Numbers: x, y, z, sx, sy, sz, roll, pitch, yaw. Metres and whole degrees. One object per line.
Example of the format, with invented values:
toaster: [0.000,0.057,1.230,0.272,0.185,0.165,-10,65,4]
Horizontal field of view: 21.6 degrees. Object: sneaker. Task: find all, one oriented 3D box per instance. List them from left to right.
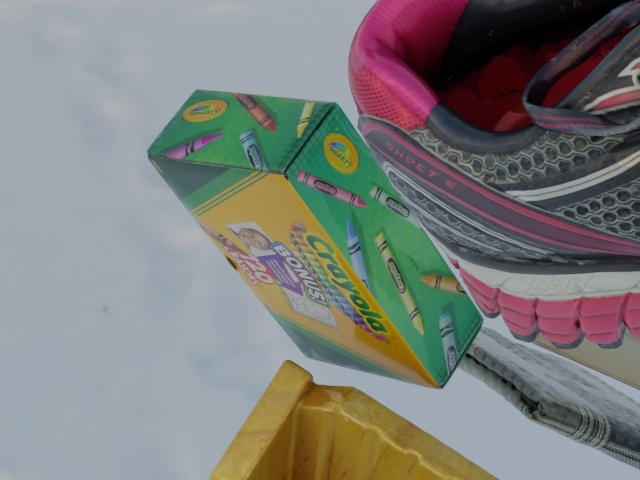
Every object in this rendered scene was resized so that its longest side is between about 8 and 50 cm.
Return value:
sneaker: [0.141,-0.035,0.457,0.299,0.112,0.121,-9,49,35]

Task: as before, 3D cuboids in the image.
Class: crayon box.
crayon box: [0.000,0.000,1.397,0.165,0.278,0.081,10,56,44]

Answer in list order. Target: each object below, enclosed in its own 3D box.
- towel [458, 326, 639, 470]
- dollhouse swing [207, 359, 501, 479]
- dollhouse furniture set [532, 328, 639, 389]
towel: [0.243,0.164,1.696,0.312,0.056,0.324,23,6,-30]
dollhouse swing: [0.023,0.351,1.378,0.347,0.315,0.305,33,65,14]
dollhouse furniture set: [0.291,-0.005,1.417,0.212,0.161,0.242,-34,35,63]
